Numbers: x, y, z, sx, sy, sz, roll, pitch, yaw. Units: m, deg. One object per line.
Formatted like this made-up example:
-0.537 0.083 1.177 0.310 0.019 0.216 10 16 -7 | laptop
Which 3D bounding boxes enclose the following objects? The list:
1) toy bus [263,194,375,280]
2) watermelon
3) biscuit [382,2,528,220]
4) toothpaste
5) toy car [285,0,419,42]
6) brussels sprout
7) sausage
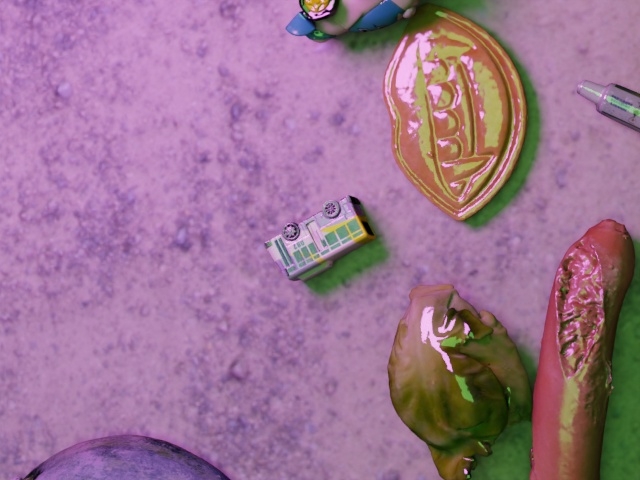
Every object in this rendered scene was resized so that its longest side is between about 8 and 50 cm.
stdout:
0.000 0.000 1.422 0.102 0.052 0.058 -29 81 11 | toy bus
-0.263 0.305 1.416 0.322 0.188 0.175 -42 83 5 | watermelon
0.135 -0.129 1.398 0.141 0.029 0.221 -7 86 15 | biscuit
0.339 -0.106 1.340 0.204 0.031 0.049 26 96 13 | toothpaste
0.052 -0.240 1.376 0.098 0.126 0.161 46 108 9 | toy car
0.124 0.135 1.365 0.139 0.100 0.181 -19 97 33 | brussels sprout
0.244 0.140 1.334 0.079 0.087 0.327 8 92 51 | sausage
